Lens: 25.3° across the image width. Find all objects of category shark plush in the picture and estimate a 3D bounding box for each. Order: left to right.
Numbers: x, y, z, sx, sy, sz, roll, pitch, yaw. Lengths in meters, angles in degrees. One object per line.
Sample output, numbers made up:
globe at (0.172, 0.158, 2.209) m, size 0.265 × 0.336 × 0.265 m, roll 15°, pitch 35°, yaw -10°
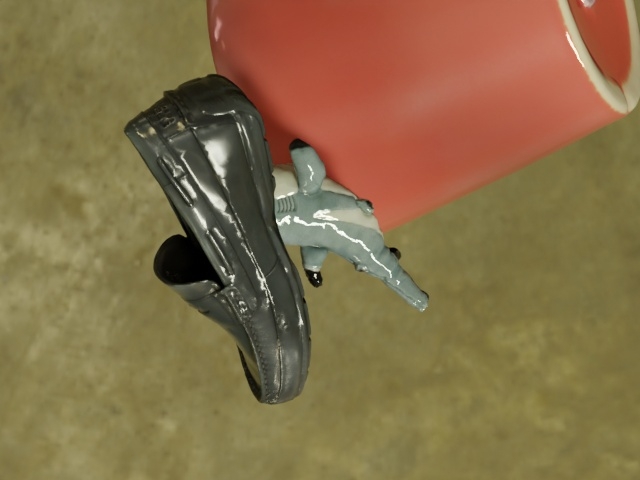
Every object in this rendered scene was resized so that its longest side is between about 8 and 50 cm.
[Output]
shark plush at (0.000, 0.000, 0.946) m, size 0.161 × 0.067 × 0.073 m, roll 38°, pitch 157°, yaw -27°

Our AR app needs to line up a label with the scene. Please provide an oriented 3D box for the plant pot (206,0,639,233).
plant pot at (0.088, -0.155, 1.044) m, size 0.243 × 0.275 × 0.275 m, roll -15°, pitch 127°, yaw 28°

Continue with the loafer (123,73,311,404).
loafer at (-0.059, 0.010, 0.829) m, size 0.078 × 0.076 × 0.223 m, roll -24°, pitch 126°, yaw -15°
